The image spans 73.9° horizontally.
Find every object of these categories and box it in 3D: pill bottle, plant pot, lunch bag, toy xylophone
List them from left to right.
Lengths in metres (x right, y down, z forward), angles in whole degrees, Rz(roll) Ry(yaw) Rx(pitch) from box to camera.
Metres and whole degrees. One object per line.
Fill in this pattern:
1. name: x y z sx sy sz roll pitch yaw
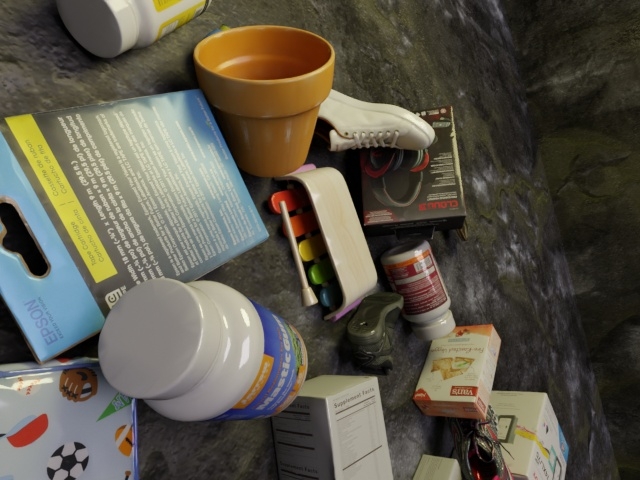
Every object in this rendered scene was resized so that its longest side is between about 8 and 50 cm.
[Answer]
1. lunch bag: -0.320 0.234 0.371 0.304 0.115 0.242 6 76 -48
2. pill bottle: -0.259 -0.353 0.612 0.119 0.119 0.208 51 45 -24
3. pill bottle: -0.122 0.136 0.511 0.272 0.153 0.152 55 36 -64
4. plant pot: -0.085 -0.214 0.689 0.187 0.205 0.205 93 22 -45
5. toy xylophone: 0.000 0.000 0.819 0.236 0.081 0.322 -12 87 -49
6. pill bottle: 0.236 0.118 1.015 0.121 0.121 0.220 -32 102 -48

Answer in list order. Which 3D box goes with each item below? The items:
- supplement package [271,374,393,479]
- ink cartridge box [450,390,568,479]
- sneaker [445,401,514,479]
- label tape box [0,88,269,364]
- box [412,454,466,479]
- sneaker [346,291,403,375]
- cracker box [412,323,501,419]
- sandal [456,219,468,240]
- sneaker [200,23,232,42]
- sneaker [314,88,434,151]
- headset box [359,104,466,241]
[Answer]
1. supplement package: 0.022 0.358 0.693 0.139 0.134 0.243 1 78 -48
2. ink cartridge box: 0.498 0.563 1.110 0.270 0.197 0.198 -40 108 -46
3. sneaker: 0.364 0.453 0.988 0.112 0.121 0.299 54 16 -37
4. label tape box: -0.250 -0.039 0.534 0.334 0.106 0.240 -33 102 -47
5. box: 0.265 0.553 0.939 0.101 0.087 0.101 -41 109 -46
6. sneaker: 0.121 0.195 0.899 0.227 0.087 0.130 -40 129 -61
7. cracker box: 0.338 0.314 1.041 0.067 0.156 0.232 55 44 -21
8. sandal: 0.377 -0.091 1.292 0.219 0.060 0.090 53 37 -3
9. sneaker: -0.139 -0.279 0.776 0.082 0.069 0.209 -50 128 -11
10. sneaker: 0.085 -0.221 0.891 0.106 0.291 0.122 87 22 -70
11. headset box: 0.205 -0.139 0.972 0.110 0.219 0.292 47 40 -71
